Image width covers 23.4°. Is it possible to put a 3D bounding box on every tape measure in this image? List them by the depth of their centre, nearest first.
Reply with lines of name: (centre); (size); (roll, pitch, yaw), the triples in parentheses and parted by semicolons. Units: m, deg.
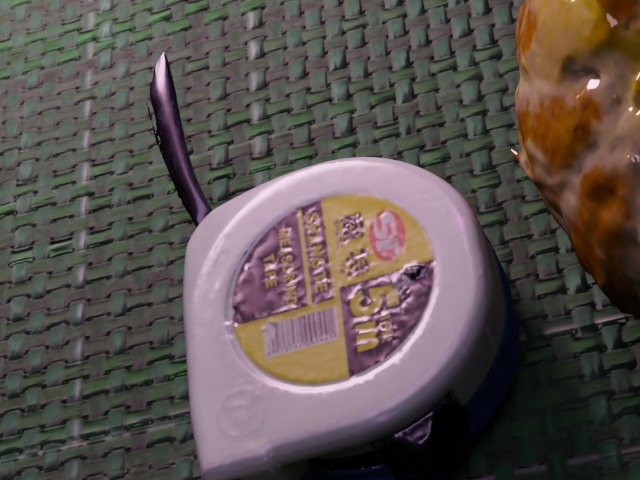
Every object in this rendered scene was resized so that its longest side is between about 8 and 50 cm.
tape measure: (0.000, 0.000, 0.984); (0.215, 0.098, 0.351); (-17, 56, 12)

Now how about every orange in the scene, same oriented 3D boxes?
orange: (0.259, -0.089, 0.815); (0.249, 0.329, 0.329); (-13, 38, -42)
